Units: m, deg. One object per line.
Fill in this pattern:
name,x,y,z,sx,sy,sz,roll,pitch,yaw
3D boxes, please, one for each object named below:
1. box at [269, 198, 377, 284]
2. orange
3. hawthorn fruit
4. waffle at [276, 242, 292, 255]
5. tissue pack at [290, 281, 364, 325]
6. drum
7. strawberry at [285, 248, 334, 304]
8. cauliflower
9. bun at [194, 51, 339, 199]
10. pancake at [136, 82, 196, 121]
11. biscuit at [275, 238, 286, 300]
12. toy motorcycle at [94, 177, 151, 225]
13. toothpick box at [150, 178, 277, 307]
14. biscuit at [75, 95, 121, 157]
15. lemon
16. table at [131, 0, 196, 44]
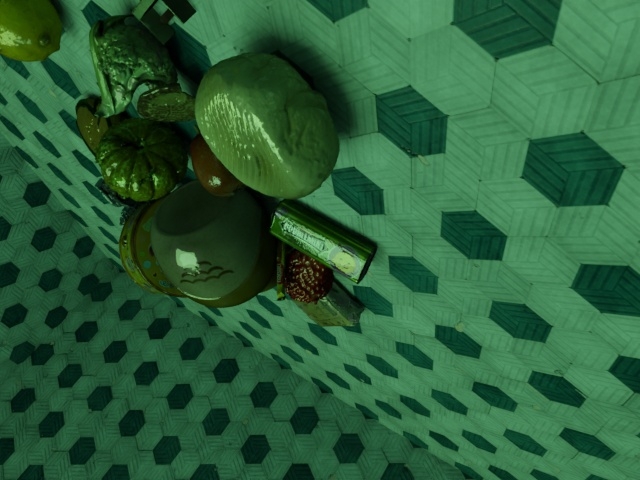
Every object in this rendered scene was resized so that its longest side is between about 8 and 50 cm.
box,0.000,0.000,1.661,0.346,0.097,0.134,31,127,15
orange,-0.610,-0.270,1.768,0.301,0.300,0.223,34,149,1
hawthorn fruit,-0.312,-0.251,1.578,0.251,0.199,0.199,51,154,1
waffle,-0.184,0.082,2.099,0.283,0.065,0.309,44,155,-13
tissue pack,0.019,0.254,2.066,0.215,0.123,0.257,43,155,-18
drum,-0.564,0.020,2.074,0.431,0.431,0.214,49,152,-23
strawberry,-0.035,0.093,1.817,0.205,0.205,0.244,34,135,7
cauliflower,-0.536,-0.452,1.417,0.256,0.239,0.315,32,111,15
bun,-0.109,-0.272,1.215,0.353,0.227,0.349,31,154,18
pancake,-0.397,-0.377,1.459,0.212,0.029,0.235,-18,168,36
biscuit,-0.132,0.066,1.795,0.026,0.291,0.048,17,154,-40
toy motorcycle,-0.923,-0.151,2.514,0.232,0.172,0.416,10,153,34
toothpick box,-0.355,0.023,1.829,0.409,0.409,0.425,18,146,35
biscuit,-0.808,-0.406,1.945,0.344,0.057,0.287,46,135,14
lemon,-0.918,-0.665,1.578,0.288,0.233,0.233,30,154,18
table,-0.403,-0.583,1.257,0.175,0.062,0.146,46,154,-24
